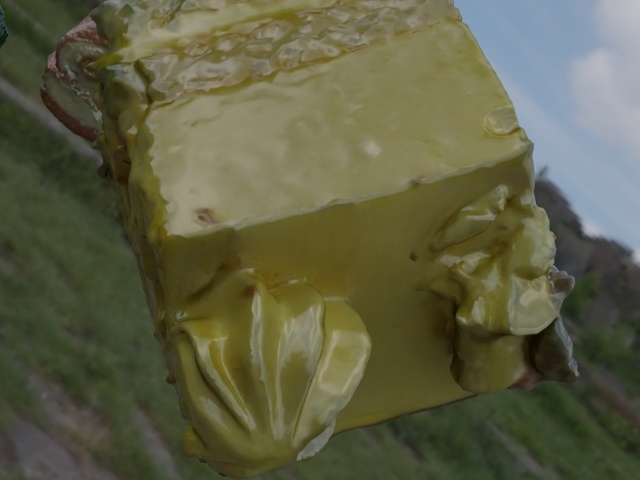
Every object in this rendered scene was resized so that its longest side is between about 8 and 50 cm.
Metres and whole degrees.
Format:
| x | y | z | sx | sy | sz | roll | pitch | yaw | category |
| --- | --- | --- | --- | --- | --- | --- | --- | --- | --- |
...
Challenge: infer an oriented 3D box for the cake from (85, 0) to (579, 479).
| x | y | z | sx | sy | sz | roll | pitch | yaw | category |
| --- | --- | --- | --- | --- | --- | --- | --- | --- | --- |
| 0.000 | 0.000 | 0.795 | 0.222 | 0.227 | 0.286 | 86 | -16 | -53 | cake |

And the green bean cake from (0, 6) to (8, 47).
| x | y | z | sx | sy | sz | roll | pitch | yaw | category |
| --- | --- | --- | --- | --- | --- | --- | --- | --- | --- |
| -0.511 | -0.313 | 1.684 | 0.308 | 0.300 | 0.169 | 28 | 2 | 32 | green bean cake |

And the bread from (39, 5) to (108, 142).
| x | y | z | sx | sy | sz | roll | pitch | yaw | category |
| --- | --- | --- | --- | --- | --- | --- | --- | --- | --- |
| -0.248 | -0.217 | 1.793 | 0.123 | 0.244 | 0.190 | -70 | 156 | -67 | bread |
